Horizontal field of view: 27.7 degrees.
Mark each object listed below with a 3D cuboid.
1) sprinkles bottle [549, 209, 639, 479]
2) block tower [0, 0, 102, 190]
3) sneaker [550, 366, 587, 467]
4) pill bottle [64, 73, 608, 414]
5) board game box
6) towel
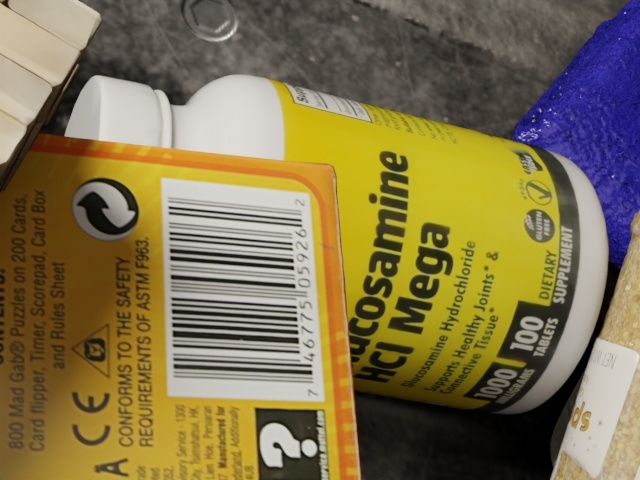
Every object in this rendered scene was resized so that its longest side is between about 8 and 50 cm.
[{"bbox_3d":[0.205,0.162,0.828,0.121,0.121,0.355,19,90,-18],"label":"sprinkles bottle"},{"bbox_3d":[-0.179,0.039,0.376,0.091,0.097,0.335,31,58,-12],"label":"block tower"},{"bbox_3d":[0.317,0.063,0.971,0.148,0.131,0.350,34,88,-17],"label":"sneaker"},{"bbox_3d":[0.000,0.000,0.844,0.334,0.188,0.187,11,65,-21],"label":"pill bottle"},{"bbox_3d":[-0.210,0.178,0.567,0.356,0.356,0.356,5,67,-24],"label":"board game box"},{"bbox_3d":[0.320,-0.043,1.082,0.308,0.076,0.227,43,57,-4],"label":"towel"}]
